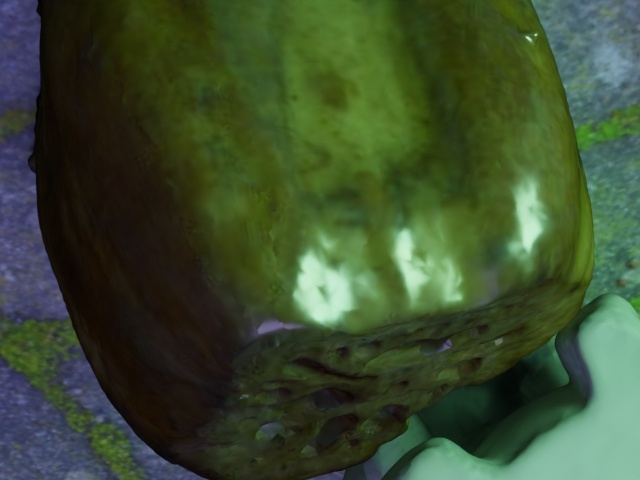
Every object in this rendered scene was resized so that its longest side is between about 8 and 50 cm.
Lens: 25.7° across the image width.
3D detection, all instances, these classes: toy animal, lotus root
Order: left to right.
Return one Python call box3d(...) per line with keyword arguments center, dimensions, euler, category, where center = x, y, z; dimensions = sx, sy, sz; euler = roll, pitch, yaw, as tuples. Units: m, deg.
box3d(center=(0.000, 0.000, 0.750), dimensions=(0.316, 0.250, 0.316), euler=(-10, 141, -8), category="lotus root")
box3d(center=(0.135, 0.179, 0.874), dimensions=(0.196, 0.367, 0.241), euler=(-33, 92, -12), category="toy animal")
